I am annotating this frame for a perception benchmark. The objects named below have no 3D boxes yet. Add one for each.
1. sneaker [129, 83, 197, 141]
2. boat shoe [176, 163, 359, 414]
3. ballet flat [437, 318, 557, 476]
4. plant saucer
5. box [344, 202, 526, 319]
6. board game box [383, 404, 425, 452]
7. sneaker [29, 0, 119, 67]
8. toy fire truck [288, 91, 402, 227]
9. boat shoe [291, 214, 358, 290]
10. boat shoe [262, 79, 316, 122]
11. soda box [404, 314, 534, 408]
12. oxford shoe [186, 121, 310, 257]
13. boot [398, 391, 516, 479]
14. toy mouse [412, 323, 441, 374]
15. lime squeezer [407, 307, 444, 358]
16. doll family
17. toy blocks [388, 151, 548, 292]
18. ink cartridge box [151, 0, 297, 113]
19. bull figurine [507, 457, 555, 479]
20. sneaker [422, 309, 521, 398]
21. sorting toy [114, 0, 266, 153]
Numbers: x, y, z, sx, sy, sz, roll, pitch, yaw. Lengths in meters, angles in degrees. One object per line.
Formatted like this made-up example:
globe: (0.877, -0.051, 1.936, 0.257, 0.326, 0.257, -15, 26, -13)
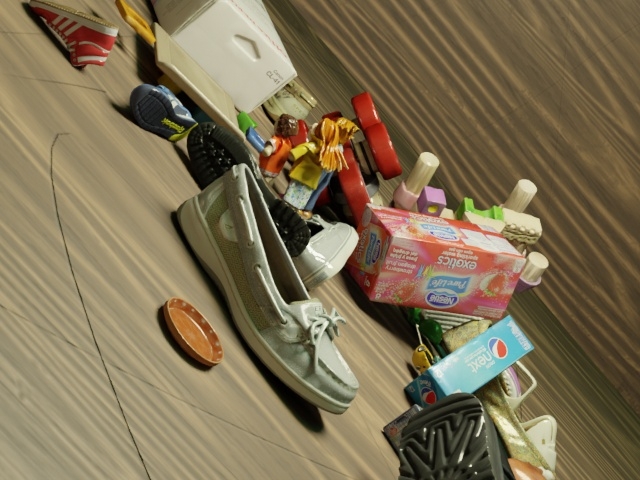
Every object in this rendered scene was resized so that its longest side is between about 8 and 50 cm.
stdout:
sneaker: (-0.219, -0.179, 1.501, 0.059, 0.053, 0.144, 57, 6, 21)
boat shoe: (-0.049, 0.058, 1.320, 0.320, 0.103, 0.118, 56, 14, 20)
ballet flat: (0.312, 0.281, 1.816, 0.348, 0.123, 0.123, 63, 17, 20)
plant saucer: (-0.131, 0.094, 1.149, 0.083, 0.013, 0.083, 47, 15, -16)
box: (0.186, 0.036, 1.845, 0.257, 0.122, 0.128, 10, 22, -25)
board game box: (0.188, 0.327, 1.484, 0.194, 0.060, 0.194, 32, 24, -54)
sneaker: (-0.319, -0.259, 1.424, 0.118, 0.067, 0.042, 21, 16, 4)
toy fire truck: (0.067, -0.102, 2.041, 0.302, 0.169, 0.254, -106, 172, -56)
boat shoe: (-0.001, 0.001, 1.676, 0.081, 0.079, 0.227, 54, 16, -8)
boat shoe: (-0.082, -0.321, 2.229, 0.104, 0.089, 0.285, 36, 20, -46)
soda box: (0.229, 0.193, 1.715, 0.210, 0.071, 0.067, -25, 75, -40)
oxford shoe: (-0.105, -0.063, 1.548, 0.227, 0.083, 0.096, 53, -5, 3)
boot: (0.235, 0.437, 1.231, 0.445, 0.146, 0.367, 58, 25, -20)
toy mouse: (0.190, 0.232, 1.790, 0.143, 0.031, 0.161, 51, 15, -31)
lime squeezer: (0.207, 0.131, 1.982, 0.059, 0.110, 0.310, 68, 12, -72)
doll family: (-0.008, -0.115, 1.706, 0.118, 0.163, 0.263, 28, 8, 13)
toy blocks: (0.271, 0.035, 2.248, 0.289, 0.260, 0.309, 15, 42, -14)
ink cartridge box: (-0.189, -0.401, 2.006, 0.226, 0.131, 0.306, 41, 19, -40)
bull figurine: (0.348, 0.444, 1.611, 0.310, 0.101, 0.188, 59, 14, 26)
sneaker: (0.278, 0.196, 2.063, 0.282, 0.102, 0.161, 67, 14, 17)
sorting toy: (-0.200, -0.234, 1.724, 0.348, 0.047, 0.196, 44, 11, -29)
